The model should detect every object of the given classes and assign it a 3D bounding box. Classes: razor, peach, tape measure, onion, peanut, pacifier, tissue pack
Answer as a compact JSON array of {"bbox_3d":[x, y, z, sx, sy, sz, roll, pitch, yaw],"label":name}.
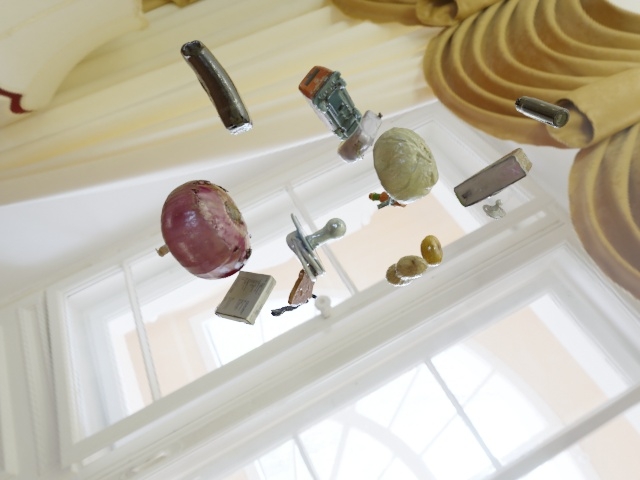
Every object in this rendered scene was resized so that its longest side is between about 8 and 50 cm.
[{"bbox_3d":[0.284,-0.191,1.828,0.036,0.084,0.211,60,-16,20],"label":"razor"},{"bbox_3d":[0.606,0.057,2.482,0.179,0.103,0.179,40,44,-53],"label":"peach"},{"bbox_3d":[0.146,-0.370,1.701,0.105,0.196,0.178,35,-35,-12],"label":"tape measure"},{"bbox_3d":[-0.403,-0.017,1.555,0.358,0.345,0.358,44,-6,6],"label":"onion"},{"bbox_3d":[-0.121,0.273,1.888,0.093,0.056,0.324,19,15,20],"label":"razor"},{"bbox_3d":[0.268,0.094,1.425,0.082,0.082,0.187,61,-28,12],"label":"peanut"},{"bbox_3d":[0.685,-0.124,1.768,0.082,0.099,0.078,-108,-152,-44],"label":"pacifier"},{"bbox_3d":[-0.366,-0.549,1.643,0.349,0.113,0.204,60,1,-10],"label":"razor"},{"bbox_3d":[0.771,-0.280,2.016,0.124,0.288,0.394,60,32,2],"label":"tissue pack"},{"bbox_3d":[0.000,0.000,1.744,0.244,0.233,0.299,57,0,34],"label":"pacifier"}]

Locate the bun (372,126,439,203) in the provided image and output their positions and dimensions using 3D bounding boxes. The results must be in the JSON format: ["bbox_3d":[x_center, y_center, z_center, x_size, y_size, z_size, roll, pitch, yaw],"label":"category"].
[{"bbox_3d":[0.276,-0.235,1.426,0.153,0.243,0.244,-24,-86,50],"label":"bun"}]

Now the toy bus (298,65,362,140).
[{"bbox_3d":[0.034,-0.426,1.425,0.120,0.121,0.265,39,1,29],"label":"toy bus"}]

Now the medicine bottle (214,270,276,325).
[{"bbox_3d":[-0.277,0.208,1.685,0.171,0.201,0.052,4,-38,33],"label":"medicine bottle"}]

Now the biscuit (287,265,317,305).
[{"bbox_3d":[-0.068,0.184,1.849,0.043,0.280,0.183,11,-60,24],"label":"biscuit"}]

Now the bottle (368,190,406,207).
[{"bbox_3d":[0.295,-0.187,2.017,0.187,0.069,0.069,14,-42,42],"label":"bottle"}]

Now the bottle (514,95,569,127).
[{"bbox_3d":[0.861,-0.507,1.778,0.244,0.082,0.072,-119,-136,-55],"label":"bottle"}]
